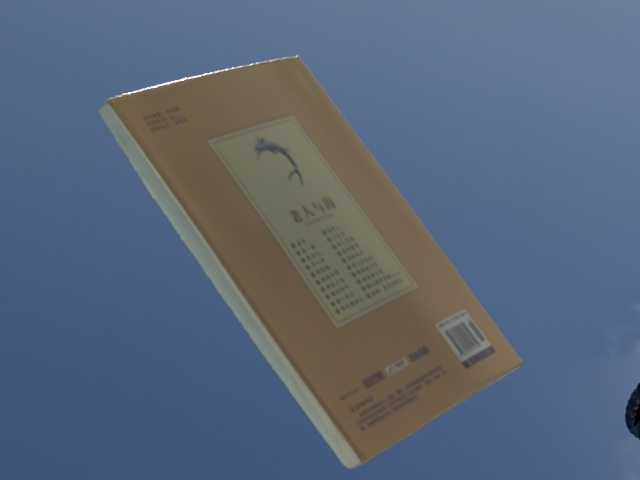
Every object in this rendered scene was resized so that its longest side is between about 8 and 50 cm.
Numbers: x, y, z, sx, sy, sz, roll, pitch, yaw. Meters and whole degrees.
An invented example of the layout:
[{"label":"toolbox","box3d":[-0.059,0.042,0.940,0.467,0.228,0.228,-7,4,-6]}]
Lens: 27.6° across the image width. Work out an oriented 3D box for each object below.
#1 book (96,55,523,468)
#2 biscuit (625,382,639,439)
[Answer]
[{"label":"book","box3d":[0.000,0.000,1.184,0.269,0.032,0.389,-20,-110,-47]},{"label":"biscuit","box3d":[0.441,0.177,1.496,0.195,0.194,0.053,-4,-134,-27]}]
